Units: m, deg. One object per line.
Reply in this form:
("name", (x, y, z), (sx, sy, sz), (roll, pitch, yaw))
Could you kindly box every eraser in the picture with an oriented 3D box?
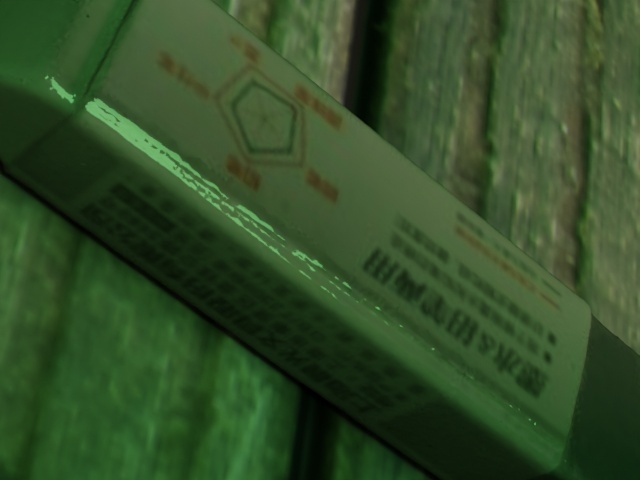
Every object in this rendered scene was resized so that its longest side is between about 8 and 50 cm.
("eraser", (0.000, 0.000, 0.644), (0.352, 0.061, 0.089), (38, 47, -21))
